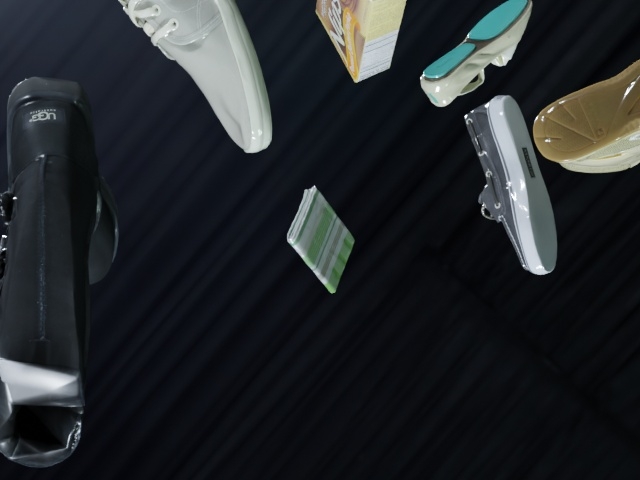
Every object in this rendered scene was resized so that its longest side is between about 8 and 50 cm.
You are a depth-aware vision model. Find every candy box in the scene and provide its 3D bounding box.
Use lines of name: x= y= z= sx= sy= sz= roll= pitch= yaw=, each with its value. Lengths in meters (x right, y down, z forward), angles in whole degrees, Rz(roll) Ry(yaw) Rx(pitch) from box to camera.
candy box: x=0.075 y=-0.460 z=2.451 sx=0.183 sy=0.087 sz=0.316 roll=63 pitch=168 yaw=16

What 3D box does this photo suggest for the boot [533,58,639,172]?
boot: x=0.389 y=-0.149 z=1.504 sx=0.095 sy=0.261 sz=0.203 roll=70 pitch=-165 yaw=10

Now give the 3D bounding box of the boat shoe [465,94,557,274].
boat shoe: x=0.229 y=-0.063 z=1.589 sx=0.080 sy=0.076 sz=0.229 roll=-8 pitch=-99 yaw=-57

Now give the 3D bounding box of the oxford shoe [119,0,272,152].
oxford shoe: x=-0.192 y=-0.306 z=1.612 sx=0.449 sy=0.130 sz=0.169 roll=64 pitch=161 yaw=-3

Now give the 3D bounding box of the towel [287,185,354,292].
towel: x=0.000 y=0.000 z=2.088 sx=0.023 sy=0.113 sz=0.152 roll=2 pitch=145 yaw=34

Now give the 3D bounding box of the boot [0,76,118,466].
boot: x=-0.323 y=0.079 z=1.576 sx=0.367 sy=0.146 sz=0.445 roll=87 pitch=174 yaw=-50

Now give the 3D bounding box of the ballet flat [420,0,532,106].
ballet flat: x=0.267 y=-0.309 z=2.134 sx=0.086 sy=0.248 sz=0.086 roll=46 pitch=163 yaw=18
